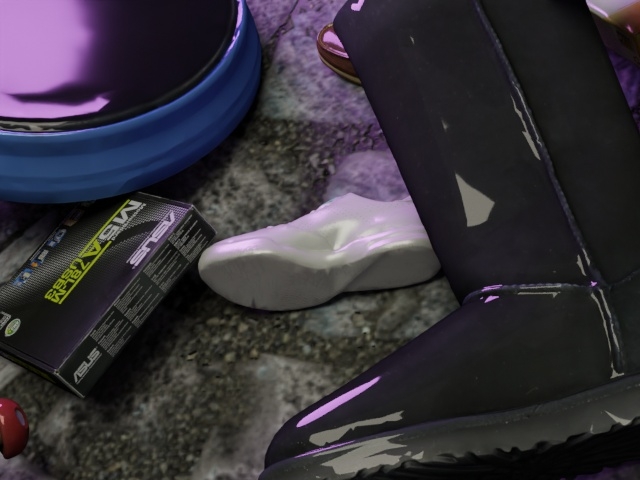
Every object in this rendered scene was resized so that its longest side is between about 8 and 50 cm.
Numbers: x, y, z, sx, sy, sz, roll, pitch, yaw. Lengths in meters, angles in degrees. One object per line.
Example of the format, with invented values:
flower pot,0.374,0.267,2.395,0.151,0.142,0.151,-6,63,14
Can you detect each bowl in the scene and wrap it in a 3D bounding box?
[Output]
bowl,-0.253,-0.198,1.396,0.391,0.077,0.391,1,47,-1

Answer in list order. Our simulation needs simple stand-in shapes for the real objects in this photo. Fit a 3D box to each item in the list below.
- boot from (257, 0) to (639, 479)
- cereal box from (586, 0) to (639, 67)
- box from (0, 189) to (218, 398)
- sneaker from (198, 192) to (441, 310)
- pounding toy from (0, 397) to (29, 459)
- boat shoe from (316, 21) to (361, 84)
boot,0.089,-0.024,1.117,0.367,0.146,0.445,-11,64,-10
cereal box,0.290,-0.256,1.292,0.173,0.047,0.240,-35,37,-5
box,-0.207,0.038,1.282,0.190,0.045,0.184,-51,32,-17
sneaker,0.000,0.000,1.249,0.212,0.080,0.094,-6,49,6
pounding toy,-0.279,0.217,1.164,0.110,0.183,0.237,-13,48,-21
boat shoe,0.070,-0.181,1.351,0.178,0.060,0.064,21,66,32
